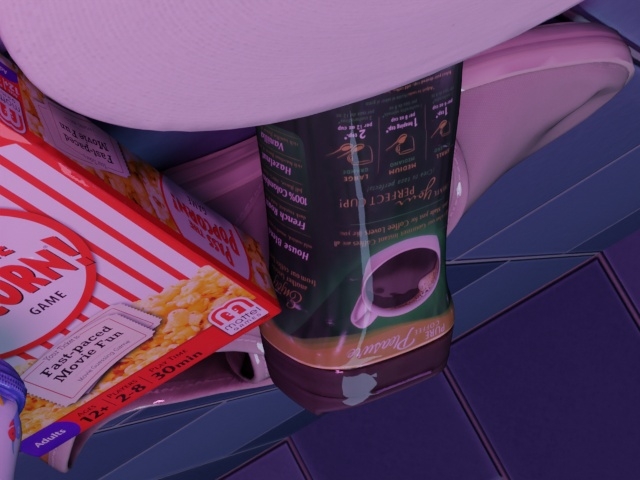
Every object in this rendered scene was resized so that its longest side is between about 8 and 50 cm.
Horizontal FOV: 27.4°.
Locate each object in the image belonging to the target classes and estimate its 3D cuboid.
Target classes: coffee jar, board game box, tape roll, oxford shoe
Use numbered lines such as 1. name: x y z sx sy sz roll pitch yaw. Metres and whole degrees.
1. coffee jar: 0.017 -0.010 0.633 0.096 0.079 0.184 -17 119 -31
2. board game box: -0.130 0.014 0.545 0.147 0.045 0.193 -32 143 16
3. tape roll: 0.072 -0.163 0.378 0.392 0.072 0.392 -28 168 -6
4. oxford shoe: 0.000 0.000 0.758 0.449 0.130 0.169 -26 166 -18

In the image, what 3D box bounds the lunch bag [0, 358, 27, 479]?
1. lunch bag: -0.225 0.081 0.477 0.219 0.090 0.176 13 150 -21
